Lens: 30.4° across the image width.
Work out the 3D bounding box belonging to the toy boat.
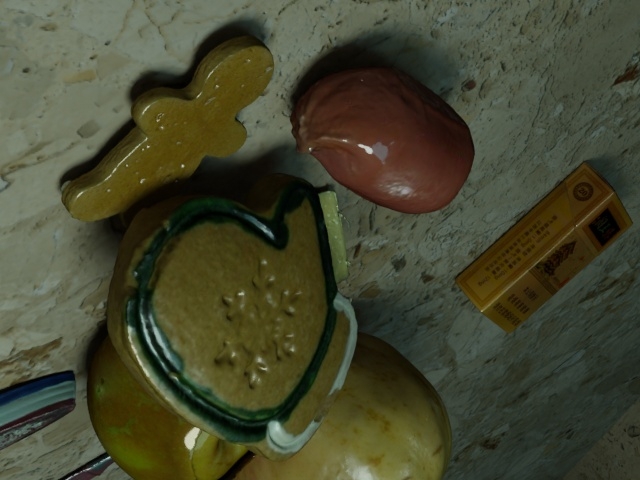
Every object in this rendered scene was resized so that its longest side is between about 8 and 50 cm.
[{"bbox_3d":[-0.370,0.209,1.303,0.229,0.046,0.080,-23,146,-24],"label":"toy boat"}]

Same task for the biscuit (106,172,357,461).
[{"bbox_3d":[-0.067,0.066,1.226,0.344,0.057,0.287,44,64,-42],"label":"biscuit"}]

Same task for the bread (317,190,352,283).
[{"bbox_3d":[0.000,0.000,1.394,0.084,0.080,0.109,-24,152,-30],"label":"bread"}]

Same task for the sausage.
[{"bbox_3d":[0.076,-0.106,1.264,0.148,0.148,0.254,-46,151,12],"label":"sausage"}]

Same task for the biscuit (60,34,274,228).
[{"bbox_3d":[-0.137,-0.104,1.122,0.240,0.035,0.158,-46,155,13],"label":"biscuit"}]

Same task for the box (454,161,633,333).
[{"bbox_3d":[0.355,0.017,1.854,0.274,0.076,0.174,-43,154,7],"label":"box"}]

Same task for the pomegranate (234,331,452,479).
[{"bbox_3d":[0.039,0.299,1.600,0.342,0.342,0.342,-29,151,-18],"label":"pomegranate"}]

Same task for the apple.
[{"bbox_3d":[-0.145,0.175,1.343,0.237,0.207,0.237,-32,153,-19],"label":"apple"}]

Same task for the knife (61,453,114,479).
[{"bbox_3d":[-0.295,0.299,1.556,0.247,0.018,0.035,-27,154,-15],"label":"knife"}]
